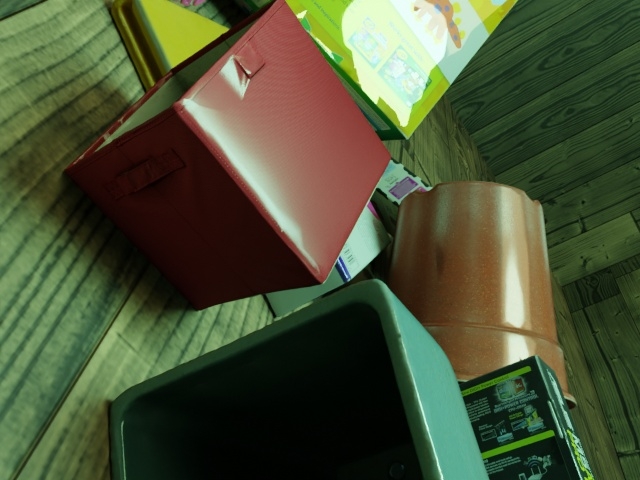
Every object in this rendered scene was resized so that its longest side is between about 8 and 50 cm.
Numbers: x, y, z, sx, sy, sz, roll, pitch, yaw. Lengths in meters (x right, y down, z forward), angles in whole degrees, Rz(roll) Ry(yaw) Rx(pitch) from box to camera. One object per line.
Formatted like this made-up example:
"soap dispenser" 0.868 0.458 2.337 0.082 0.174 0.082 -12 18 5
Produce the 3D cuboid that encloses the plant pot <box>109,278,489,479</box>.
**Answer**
"plant pot" 0.025 0.218 0.496 0.252 0.247 0.247 35 35 -52

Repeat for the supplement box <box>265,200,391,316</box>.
"supplement box" 0.000 0.000 0.847 0.111 0.113 0.220 61 24 -1

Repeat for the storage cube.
"storage cube" -0.077 -0.075 0.613 0.193 0.183 0.215 52 46 -23

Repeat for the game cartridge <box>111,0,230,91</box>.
"game cartridge" -0.116 -0.175 0.889 0.286 0.052 0.323 65 21 7

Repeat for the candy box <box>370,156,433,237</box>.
"candy box" 0.179 -0.032 1.139 0.233 0.071 0.159 45 -11 41

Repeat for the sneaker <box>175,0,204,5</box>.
"sneaker" -0.247 -0.377 0.782 0.252 0.103 0.111 16 26 -49

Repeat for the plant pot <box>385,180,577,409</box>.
"plant pot" 0.197 0.080 0.866 0.272 0.272 0.265 32 58 -49

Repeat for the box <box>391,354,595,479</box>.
"box" 0.128 0.261 0.623 0.060 0.270 0.216 39 31 -43

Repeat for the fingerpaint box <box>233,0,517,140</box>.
"fingerpaint box" 0.080 -0.458 1.113 0.444 0.371 0.163 42 -10 -22
